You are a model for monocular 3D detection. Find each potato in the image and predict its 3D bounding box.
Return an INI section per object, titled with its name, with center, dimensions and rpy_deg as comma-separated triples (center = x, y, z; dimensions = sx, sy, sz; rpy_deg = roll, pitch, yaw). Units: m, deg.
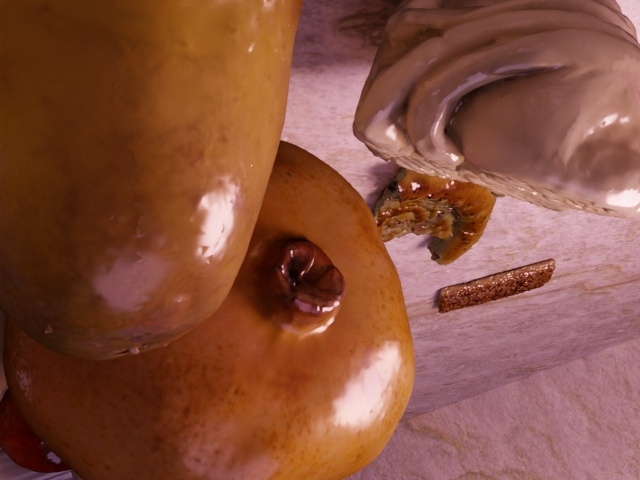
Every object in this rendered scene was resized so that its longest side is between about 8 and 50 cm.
[potato]
center = -0.107, -0.096, 0.620
dimensions = 0.290, 0.295, 0.397
rpy_deg = 3, 154, -44

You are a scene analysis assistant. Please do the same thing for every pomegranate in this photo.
[pomegranate]
center = -0.097, 0.080, 0.928
dimensions = 0.417, 0.416, 0.416
rpy_deg = -14, 159, -5

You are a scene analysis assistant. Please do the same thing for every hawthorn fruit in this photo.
[hawthorn fruit]
center = -0.465, 0.300, 1.563
dimensions = 0.201, 0.179, 0.179
rpy_deg = -7, 165, 28

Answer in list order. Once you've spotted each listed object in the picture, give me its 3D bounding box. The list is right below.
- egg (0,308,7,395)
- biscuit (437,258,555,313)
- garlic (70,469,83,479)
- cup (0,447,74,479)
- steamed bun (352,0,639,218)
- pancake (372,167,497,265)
[egg]
center = -0.470, 0.147, 1.114
dimensions = 0.186, 0.186, 0.241
rpy_deg = 4, 136, -41
[biscuit]
center = 0.339, 0.092, 1.795
dimensions = 0.231, 0.025, 0.131
rpy_deg = -15, 160, 0
[garlic]
center = -0.308, 0.383, 1.704
dimensions = 0.318, 0.317, 0.259
rpy_deg = -7, 144, -23
[cup]
center = -0.554, 0.402, 1.824
dimensions = 0.202, 0.221, 0.166
rpy_deg = -17, 126, -4
[steamed bun]
center = 0.176, -0.143, 0.806
dimensions = 0.268, 0.207, 0.280
rpy_deg = 16, -176, 3
[pancake]
center = 0.152, -0.030, 1.307
dimensions = 0.197, 0.054, 0.376
rpy_deg = -21, 158, 17
